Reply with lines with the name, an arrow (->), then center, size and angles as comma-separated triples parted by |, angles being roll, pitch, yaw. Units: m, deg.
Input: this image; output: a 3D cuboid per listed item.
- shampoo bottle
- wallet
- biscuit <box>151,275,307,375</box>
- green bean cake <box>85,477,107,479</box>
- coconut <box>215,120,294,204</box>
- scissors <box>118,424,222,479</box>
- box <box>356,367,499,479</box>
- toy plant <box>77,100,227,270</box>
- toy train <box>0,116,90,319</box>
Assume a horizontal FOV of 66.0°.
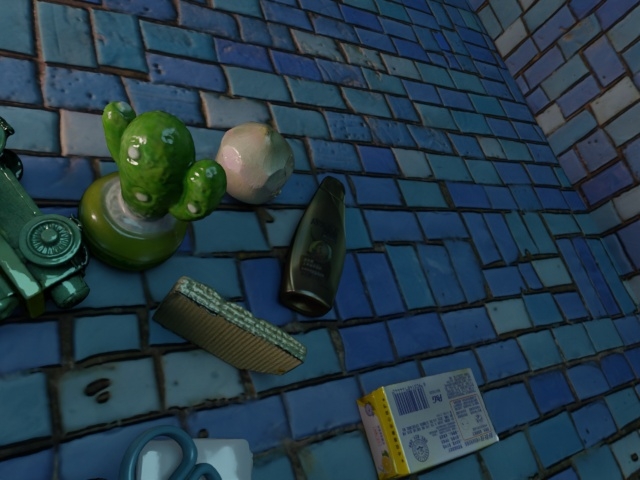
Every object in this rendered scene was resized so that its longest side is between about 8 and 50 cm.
shampoo bottle -> 0.000, 0.000, 1.110 | 0.126, 0.084, 0.350 | 27, 49, -15
wallet -> -0.195, 0.363, 0.782 | 0.190, 0.033, 0.095 | 9, 59, -29
biscuit -> -0.157, 0.157, 0.857 | 0.252, 0.150, 0.052 | 33, 50, -12
green bean cake -> -0.368, 0.420, 0.583 | 0.199, 0.097, 0.232 | 7, 58, -31
coconut -> -0.136, -0.171, 1.056 | 0.171, 0.183, 0.170 | 14, 58, -23
scissors -> -0.268, 0.425, 0.573 | 0.192, 0.029, 0.447 | 59, 34, -12
box -> 0.220, 0.371, 1.012 | 0.265, 0.097, 0.168 | -2, 63, -34
toy plant -> -0.283, -0.091, 0.813 | 0.224, 0.316, 0.184 | 47, 44, -2
toy train -> -0.519, -0.023, 0.739 | 0.237, 0.150, 0.369 | -36, 85, -34
